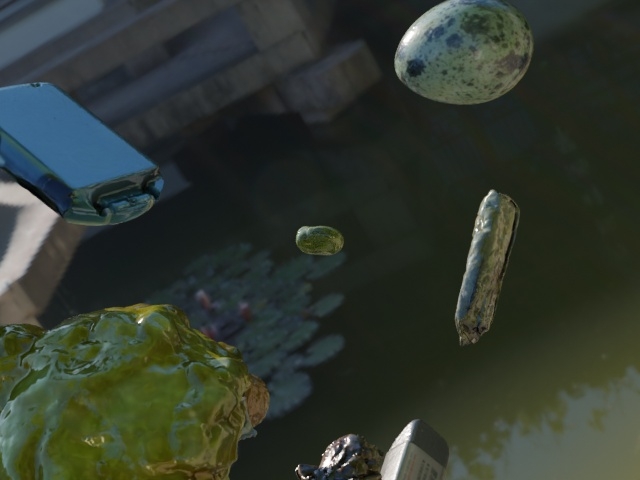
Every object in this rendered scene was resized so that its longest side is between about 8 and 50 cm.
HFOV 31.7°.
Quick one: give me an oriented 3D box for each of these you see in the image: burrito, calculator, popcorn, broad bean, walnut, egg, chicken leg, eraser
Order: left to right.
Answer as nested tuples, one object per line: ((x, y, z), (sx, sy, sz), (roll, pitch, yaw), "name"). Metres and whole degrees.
((-0.330, -0.115, 1.417), (0.293, 0.051, 0.173), (37, 36, 24), "calculator")
((-0.243, 0.216, 1.285), (0.293, 0.292, 0.334), (-57, 38, 19), "popcorn")
((-0.139, 0.281, 1.985), (0.105, 0.105, 0.124), (-58, -5, -50), "walnut")
((0.000, 0.000, 1.889), (0.083, 0.063, 0.045), (2, 46, 23), "broad bean")
((0.010, 0.298, 1.278), (0.125, 0.080, 0.196), (-19, 17, 23), "chicken leg")
((0.118, 0.412, 1.667), (0.061, 0.089, 0.352), (-41, 14, 37), "eraser")
((0.174, -0.230, 1.376), (0.172, 0.132, 0.132), (-13, 25, 16), "egg")
((0.193, 0.034, 1.323), (0.045, 0.058, 0.188), (0, 72, 57), "burrito")

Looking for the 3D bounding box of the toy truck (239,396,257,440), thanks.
((-0.230, 0.244, 1.827), (0.286, 0.111, 0.136), (20, 20, 39), "toy truck")
